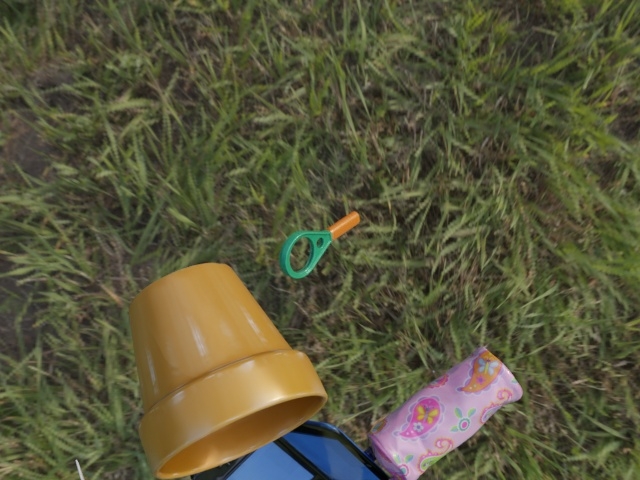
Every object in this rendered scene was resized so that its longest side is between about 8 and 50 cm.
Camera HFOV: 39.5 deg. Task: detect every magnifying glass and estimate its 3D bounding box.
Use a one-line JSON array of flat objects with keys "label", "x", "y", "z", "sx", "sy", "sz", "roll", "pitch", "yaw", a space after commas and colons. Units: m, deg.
[{"label": "magnifying glass", "x": 0.000, "y": 0.000, "z": 1.794, "sx": 0.026, "sy": 0.231, "sz": 0.092, "roll": 16, "pitch": 125, "yaw": 40}]

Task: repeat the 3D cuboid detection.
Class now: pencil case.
[{"label": "pencil case", "x": 0.215, "y": 0.311, "z": 1.565, "sx": 0.284, "sy": 0.124, "sz": 0.124, "roll": -36, "pitch": 79, "yaw": -13}]

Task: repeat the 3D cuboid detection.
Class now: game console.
[{"label": "game console", "x": -0.037, "y": 0.434, "z": 1.584, "sx": 0.250, "sy": 0.293, "sz": 0.173, "roll": -44, "pitch": 40, "yaw": -5}]

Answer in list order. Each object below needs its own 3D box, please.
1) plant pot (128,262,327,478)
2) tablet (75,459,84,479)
[{"label": "plant pot", "x": -0.123, "y": 0.136, "z": 0.999, "sx": 0.205, "sy": 0.205, "sz": 0.188, "roll": -28, "pitch": 70, "yaw": 3}, {"label": "tablet", "x": -0.516, "y": 0.520, "z": 1.937, "sx": 0.006, "sy": 0.083, "sz": 0.054, "roll": -17, "pitch": 42, "yaw": -17}]
